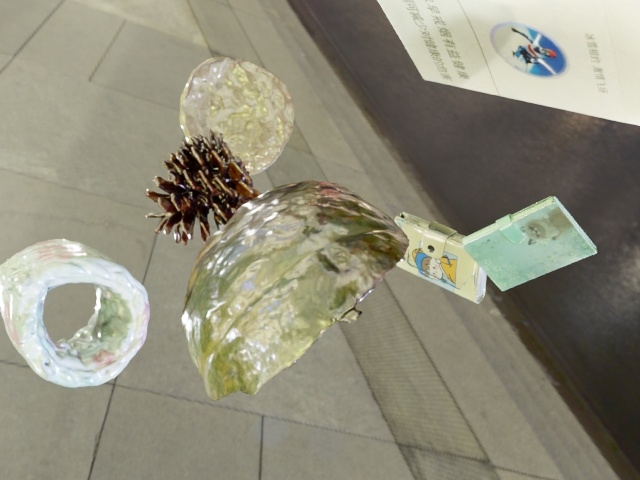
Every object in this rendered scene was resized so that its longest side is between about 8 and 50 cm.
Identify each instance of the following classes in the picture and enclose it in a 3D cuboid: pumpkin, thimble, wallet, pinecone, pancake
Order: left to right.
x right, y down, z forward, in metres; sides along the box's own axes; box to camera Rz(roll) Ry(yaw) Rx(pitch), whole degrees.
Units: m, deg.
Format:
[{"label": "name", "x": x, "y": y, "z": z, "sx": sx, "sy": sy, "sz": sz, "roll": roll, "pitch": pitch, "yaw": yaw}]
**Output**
[{"label": "thimble", "x": -0.362, "y": 0.097, "z": 0.899, "sx": 0.149, "sy": 0.185, "sz": 0.211, "roll": 17, "pitch": -24, "yaw": 49}, {"label": "pinecone", "x": -0.180, "y": -0.066, "z": 0.929, "sx": 0.163, "sy": 0.165, "sz": 0.163, "roll": 57, "pitch": 1, "yaw": -2}, {"label": "pancake", "x": -0.164, "y": -0.249, "z": 1.248, "sx": 0.242, "sy": 0.242, "sz": 0.050, "roll": 15, "pitch": -2, "yaw": -16}, {"label": "pumpkin", "x": -0.001, "y": -0.005, "z": 0.498, "sx": 0.111, "sy": 0.163, "sz": 0.278, "roll": 55, "pitch": 45, "yaw": -5}, {"label": "wallet", "x": 0.179, "y": 0.026, "z": 0.957, "sx": 0.155, "sy": 0.110, "sz": 0.039, "roll": 25, "pitch": 48, "yaw": 33}]

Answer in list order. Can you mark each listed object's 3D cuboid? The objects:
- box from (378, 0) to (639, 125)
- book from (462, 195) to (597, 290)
[{"label": "box", "x": 0.180, "y": -0.192, "z": 0.541, "sx": 0.256, "sy": 0.069, "sz": 0.164, "roll": 25, "pitch": -9, "yaw": 38}, {"label": "book", "x": 0.260, "y": 0.006, "z": 0.794, "sx": 0.103, "sy": 0.135, "sz": 0.017, "roll": 44, "pitch": 40, "yaw": -21}]
